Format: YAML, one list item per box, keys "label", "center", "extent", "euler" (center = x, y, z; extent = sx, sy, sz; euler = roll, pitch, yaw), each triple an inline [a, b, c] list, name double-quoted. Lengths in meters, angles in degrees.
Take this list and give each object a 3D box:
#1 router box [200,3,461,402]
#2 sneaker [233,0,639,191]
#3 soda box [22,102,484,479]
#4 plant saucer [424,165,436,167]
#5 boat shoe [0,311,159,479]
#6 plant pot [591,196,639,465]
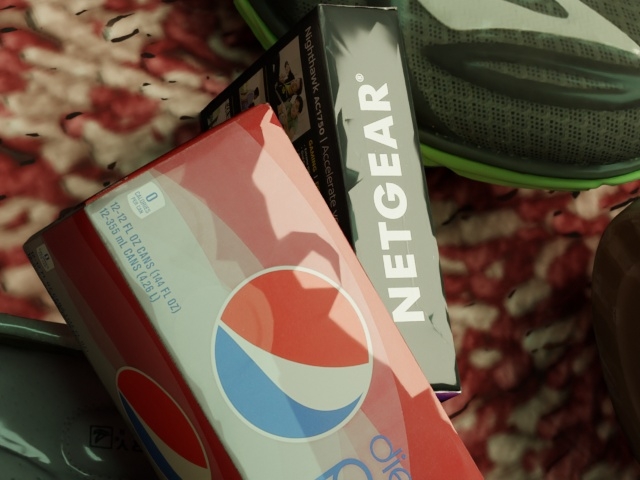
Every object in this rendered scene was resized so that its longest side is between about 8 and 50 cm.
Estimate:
- label: "router box"
  center: [0.000, 0.000, 0.811]
  extent: [0.046, 0.133, 0.179]
  euler: [0, 73, -28]
- label: "sneaker"
  center: [0.020, -0.219, 0.847]
  extent: [0.483, 0.202, 0.185]
  euler: [48, 63, -1]
- label: "soda box"
  center: [-0.004, 0.086, 0.689]
  extent: [0.092, 0.083, 0.263]
  euler: [-32, 94, -27]
- label: "plant saucer"
  center: [0.059, -0.133, 0.961]
  extent: [0.067, 0.018, 0.192]
  euler: [-4, 74, -30]
- label: "boat shoe"
  center: [-0.156, 0.074, 0.717]
  extent: [0.320, 0.103, 0.118]
  euler: [9, 68, -26]
- label: "plant pot"
  center: [0.302, 0.030, 0.889]
  extent: [0.280, 0.323, 0.323]
  euler: [-17, 81, -16]
